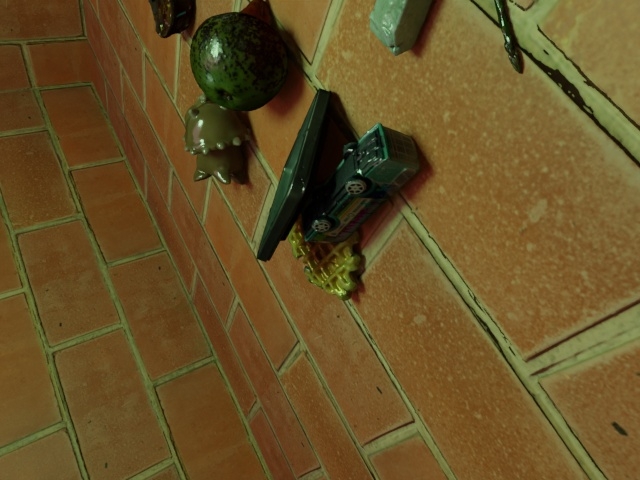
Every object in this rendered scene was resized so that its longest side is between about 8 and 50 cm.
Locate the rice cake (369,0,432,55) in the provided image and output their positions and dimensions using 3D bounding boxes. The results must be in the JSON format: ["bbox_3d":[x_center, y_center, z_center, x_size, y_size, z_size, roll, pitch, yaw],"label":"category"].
[{"bbox_3d":[0.125,-0.358,0.602,0.069,0.063,0.207,59,147,32],"label":"rice cake"}]

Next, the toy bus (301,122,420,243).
[{"bbox_3d":[0.056,-0.084,0.786,0.261,0.109,0.091,-45,43,49],"label":"toy bus"}]

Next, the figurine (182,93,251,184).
[{"bbox_3d":[-0.275,-0.257,1.208,0.173,0.176,0.248,-129,43,-63],"label":"figurine"}]

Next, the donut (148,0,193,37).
[{"bbox_3d":[-0.439,-0.717,1.301,0.231,0.095,0.216,63,147,15],"label":"donut"}]

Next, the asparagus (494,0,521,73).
[{"bbox_3d":[0.216,-0.280,0.542,0.016,0.016,0.163,-10,97,41],"label":"asparagus"}]

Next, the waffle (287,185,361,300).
[{"bbox_3d":[-0.002,0.001,1.022,0.261,0.056,0.250,24,126,54],"label":"waffle"}]

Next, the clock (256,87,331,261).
[{"bbox_3d":[-0.047,-0.122,0.897,0.279,0.049,0.274,124,162,-55],"label":"clock"}]

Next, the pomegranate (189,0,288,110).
[{"bbox_3d":[-0.156,-0.401,0.951,0.214,0.214,0.248,-1,68,59],"label":"pomegranate"}]
